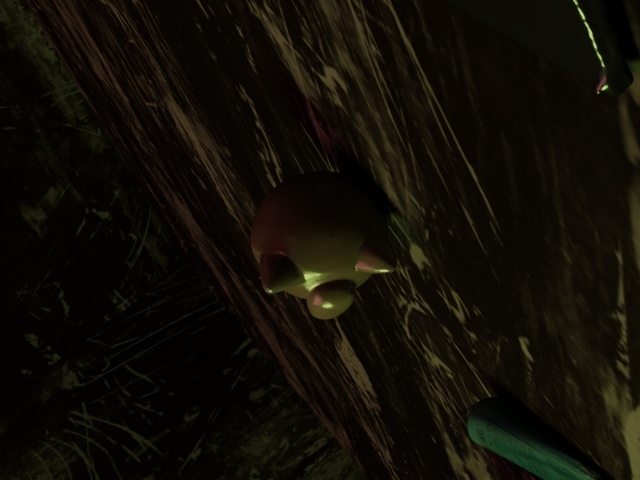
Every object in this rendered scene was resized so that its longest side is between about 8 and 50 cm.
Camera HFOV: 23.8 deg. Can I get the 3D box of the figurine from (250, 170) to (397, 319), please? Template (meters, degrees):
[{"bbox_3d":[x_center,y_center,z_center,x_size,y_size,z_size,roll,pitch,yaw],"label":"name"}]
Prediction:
[{"bbox_3d":[0.000,0.000,1.357,0.125,0.125,0.138,58,-171,-35],"label":"figurine"}]

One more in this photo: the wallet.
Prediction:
[{"bbox_3d":[0.043,-0.172,0.745,0.285,0.030,0.146,41,170,48],"label":"wallet"}]

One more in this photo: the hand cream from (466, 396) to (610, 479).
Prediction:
[{"bbox_3d":[0.207,0.200,1.394,0.224,0.048,0.083,31,159,51],"label":"hand cream"}]
